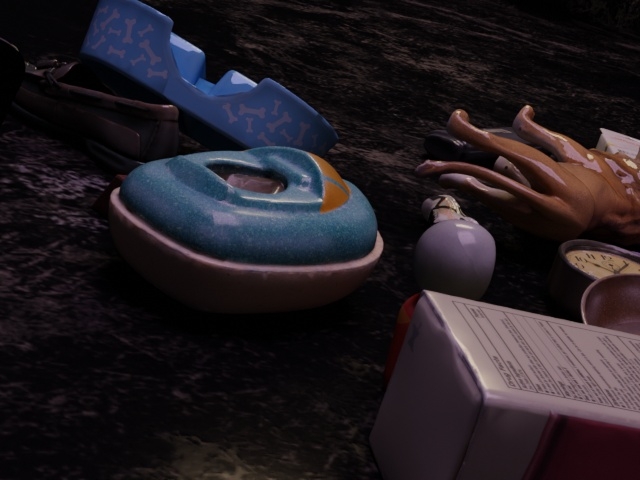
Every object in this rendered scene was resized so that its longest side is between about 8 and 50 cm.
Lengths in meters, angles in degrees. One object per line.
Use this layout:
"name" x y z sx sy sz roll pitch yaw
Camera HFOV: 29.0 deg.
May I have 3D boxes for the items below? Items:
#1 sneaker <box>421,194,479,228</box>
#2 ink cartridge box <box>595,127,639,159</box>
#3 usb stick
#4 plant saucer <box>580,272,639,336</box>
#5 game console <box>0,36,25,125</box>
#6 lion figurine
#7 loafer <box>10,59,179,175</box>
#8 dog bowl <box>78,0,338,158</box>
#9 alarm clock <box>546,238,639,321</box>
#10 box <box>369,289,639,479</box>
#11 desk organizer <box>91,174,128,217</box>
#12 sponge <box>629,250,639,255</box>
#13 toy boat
"sneaker" 0.136 -0.023 1.373 0.044 0.040 0.109 -2 22 -24
"ink cartridge box" 0.471 -0.108 1.870 0.104 0.061 0.181 18 20 -2
"usb stick" 0.246 -0.137 1.772 0.077 0.045 0.278 31 23 31
"plant saucer" 0.363 0.135 1.084 0.311 0.050 0.310 18 25 -9
"game console" -0.452 -0.230 1.181 0.361 0.213 0.044 27 18 -7
"lion figurine" 0.288 -0.056 1.460 0.240 0.142 0.392 36 31 22
"loafer" -0.241 -0.148 1.309 0.267 0.084 0.096 30 23 31
"dog bowl" -0.125 -0.153 1.319 0.297 0.074 0.166 31 -8 -1
"alarm clock" 0.298 0.044 1.291 0.129 0.064 0.192 12 24 -9
"box" 0.170 0.139 0.828 0.232 0.126 0.148 12 20 -16
"desk organizer" -0.145 -0.041 1.163 0.130 0.047 0.050 0 24 -43
"sponge" 0.416 0.056 1.419 0.210 0.031 0.117 10 21 -24
"toy boat" 0.000 0.000 1.023 0.318 0.148 0.267 30 22 31
